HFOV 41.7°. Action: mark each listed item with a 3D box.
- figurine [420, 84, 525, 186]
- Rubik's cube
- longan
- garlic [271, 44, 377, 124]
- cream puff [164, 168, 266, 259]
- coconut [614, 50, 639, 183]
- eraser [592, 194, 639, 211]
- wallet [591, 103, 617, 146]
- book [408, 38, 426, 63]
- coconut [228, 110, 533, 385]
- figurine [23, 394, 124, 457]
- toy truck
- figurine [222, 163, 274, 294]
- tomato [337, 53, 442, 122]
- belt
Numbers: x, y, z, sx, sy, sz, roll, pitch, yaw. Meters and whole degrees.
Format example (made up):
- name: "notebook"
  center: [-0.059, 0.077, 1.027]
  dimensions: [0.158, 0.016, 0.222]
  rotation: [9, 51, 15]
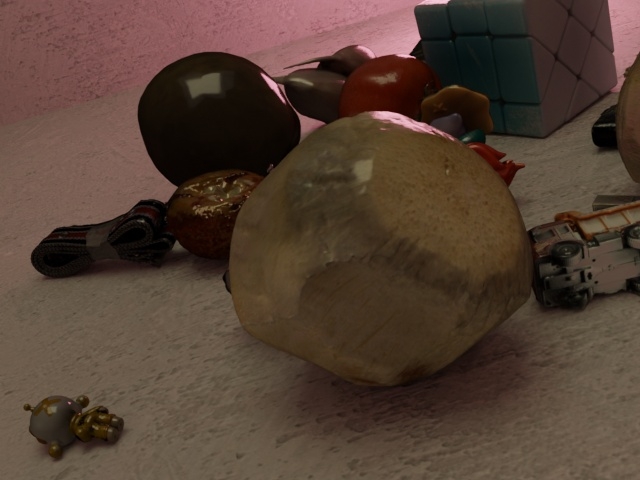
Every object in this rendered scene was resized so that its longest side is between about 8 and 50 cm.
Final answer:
- name: "figurine"
  center: [0.262, -0.148, 1.594]
  dimensions: [0.181, 0.208, 0.257]
  rotation: [-42, 30, 52]
- name: "Rubik's cube"
  center: [0.457, -0.451, 1.950]
  dimensions: [0.319, 0.321, 0.316]
  rotation: [-34, 31, -31]
- name: "longan"
  center: [-0.229, -0.262, 1.945]
  dimensions: [0.405, 0.336, 0.404]
  rotation: [5, 2, 0]
- name: "garlic"
  center: [0.027, -0.413, 2.146]
  dimensions: [0.246, 0.231, 0.340]
  rotation: [25, 4, 31]
- name: "cream puff"
  center: [-0.194, -0.050, 1.695]
  dimensions: [0.240, 0.163, 0.240]
  rotation: [-4, 35, 3]
- name: "coconut"
  center: [0.623, -0.208, 1.388]
  dimensions: [0.255, 0.297, 0.297]
  rotation: [10, 35, 40]
- name: "eraser"
  center: [0.518, -0.064, 1.458]
  dimensions: [0.083, 0.019, 0.038]
  rotation: [2, 29, 34]
- name: "wallet"
  center: [0.696, -0.254, 1.711]
  dimensions: [0.221, 0.071, 0.262]
  rotation: [-3, 24, 37]
- name: "book"
  center: [0.286, -0.474, 2.181]
  dimensions: [0.371, 0.043, 0.260]
  rotation: [-54, 20, -15]
- name: "coconut"
  center: [0.077, 0.029, 1.158]
  dimensions: [0.416, 0.415, 0.344]
  rotation: [3, 49, 36]
- name: "figurine"
  center: [-0.367, 0.274, 1.243]
  dimensions: [0.143, 0.068, 0.101]
  rotation: [24, 51, 31]
- name: "toy truck"
  center: [0.438, 0.009, 1.246]
  dimensions: [0.271, 0.114, 0.135]
  rotation: [-14, 28, 4]
- name: "figurine"
  center: [-0.012, -0.005, 1.439]
  dimensions: [0.206, 0.284, 0.315]
  rotation: [16, 67, 43]
- name: "tomato"
  center: [0.158, -0.292, 1.888]
  dimensions: [0.225, 0.255, 0.256]
  rotation: [18, 38, 26]
- name: "belt"
  center: [-0.461, 0.002, 1.790]
  dimensions: [0.360, 0.126, 0.094]
  rotation: [-10, 37, 23]
